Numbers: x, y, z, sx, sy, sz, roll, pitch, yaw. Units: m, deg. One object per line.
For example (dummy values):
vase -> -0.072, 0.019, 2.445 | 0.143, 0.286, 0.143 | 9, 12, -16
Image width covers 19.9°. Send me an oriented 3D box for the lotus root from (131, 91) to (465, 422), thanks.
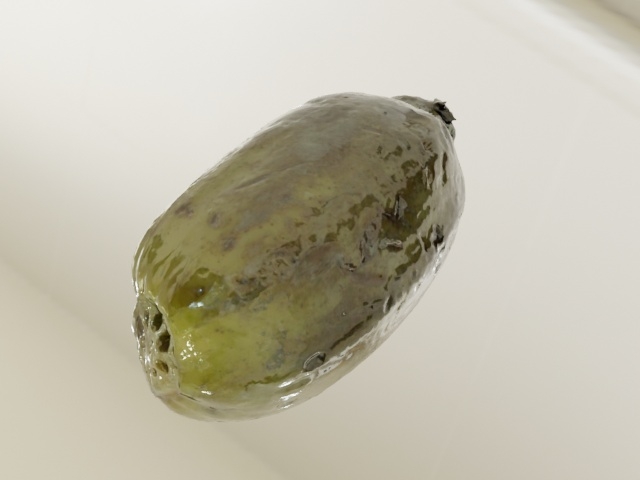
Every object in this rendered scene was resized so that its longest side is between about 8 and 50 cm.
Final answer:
lotus root -> 0.000, 0.000, 0.383 | 0.049, 0.054, 0.099 | 31, -129, 22
